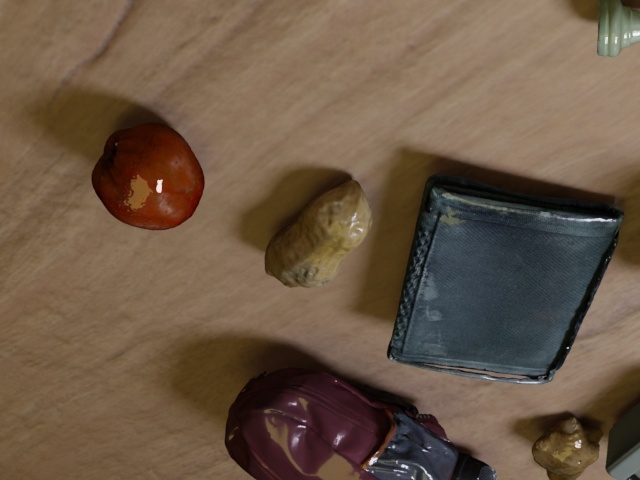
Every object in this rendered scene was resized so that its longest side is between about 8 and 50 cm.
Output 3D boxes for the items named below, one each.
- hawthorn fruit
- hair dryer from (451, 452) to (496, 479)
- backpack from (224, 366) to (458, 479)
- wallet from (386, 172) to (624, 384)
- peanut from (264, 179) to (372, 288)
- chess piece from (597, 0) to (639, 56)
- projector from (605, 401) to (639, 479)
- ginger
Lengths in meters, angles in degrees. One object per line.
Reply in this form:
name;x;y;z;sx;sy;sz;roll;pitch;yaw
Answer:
hawthorn fruit;-0.208;-0.075;1.494;0.138;0.133;0.132;30;142;-33
hair dryer;0.231;0.433;1.962;0.235;0.091;0.271;-11;137;44
backpack;0.013;0.308;1.808;0.317;0.197;0.283;32;141;-7
wallet;0.224;0.053;1.521;0.237;0.075;0.342;10;139;1
peanut;0.000;0.000;1.538;0.099;0.099;0.214;30;134;-14
chess piece;0.346;-0.210;1.179;0.149;0.059;0.059;0;138;11
projector;0.546;0.292;1.650;0.256;0.099;0.192;23;140;-6
ginger;0.353;0.321;1.783;0.096;0.067;0.165;-2;142;-9
